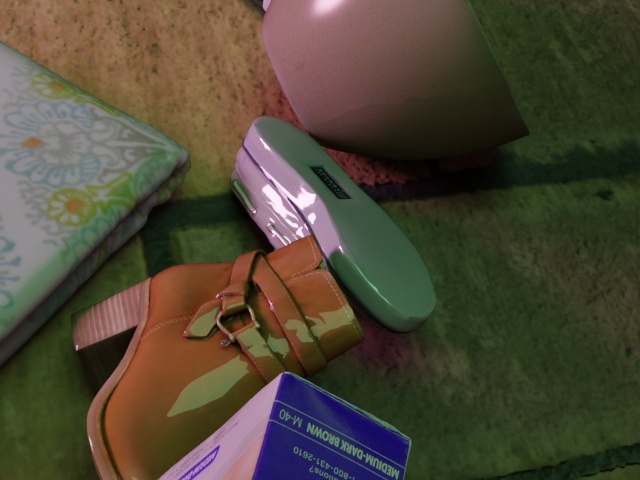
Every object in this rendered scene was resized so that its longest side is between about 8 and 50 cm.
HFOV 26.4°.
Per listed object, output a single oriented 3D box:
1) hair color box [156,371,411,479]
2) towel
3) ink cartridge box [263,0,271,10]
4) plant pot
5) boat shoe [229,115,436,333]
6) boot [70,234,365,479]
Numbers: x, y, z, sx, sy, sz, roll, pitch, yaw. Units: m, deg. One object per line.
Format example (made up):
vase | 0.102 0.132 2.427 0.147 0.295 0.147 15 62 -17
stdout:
hair color box | -0.063 0.265 0.796 0.110 0.185 0.339 29 46 -17
towel | -0.344 -0.038 1.177 0.320 0.090 0.374 31 50 10
ink cartridge box | 0.015 -0.276 1.463 0.143 0.092 0.090 -14 54 -23
plant pot | 0.055 -0.191 1.310 0.190 0.284 0.284 -25 52 9
boat shoe | 0.000 0.000 1.219 0.096 0.088 0.267 -4 43 -47
boot | -0.065 0.121 1.057 0.220 0.109 0.283 -19 40 -2
